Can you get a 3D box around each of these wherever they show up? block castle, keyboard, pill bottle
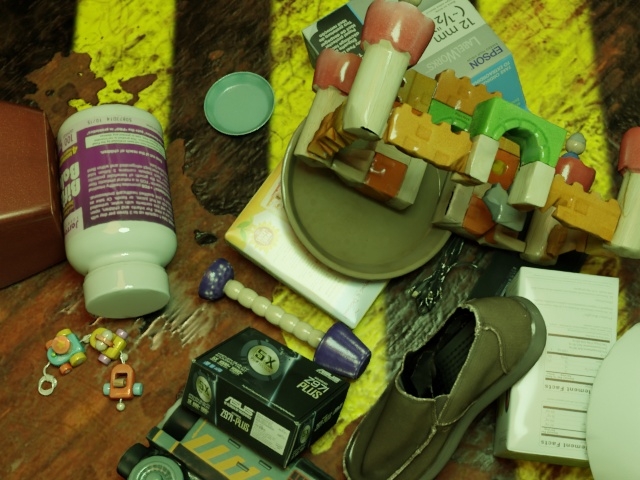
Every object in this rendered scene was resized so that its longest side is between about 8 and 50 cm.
[{"bbox_3d":[0.216,-0.142,1.286,0.453,0.303,0.212,22,79,-13],"label":"block castle"},{"bbox_3d":[0.260,0.058,1.442,0.202,0.033,0.317,31,74,11],"label":"keyboard"},{"bbox_3d":[-0.309,-0.042,1.483,0.169,0.169,0.301,-12,67,3],"label":"pill bottle"}]

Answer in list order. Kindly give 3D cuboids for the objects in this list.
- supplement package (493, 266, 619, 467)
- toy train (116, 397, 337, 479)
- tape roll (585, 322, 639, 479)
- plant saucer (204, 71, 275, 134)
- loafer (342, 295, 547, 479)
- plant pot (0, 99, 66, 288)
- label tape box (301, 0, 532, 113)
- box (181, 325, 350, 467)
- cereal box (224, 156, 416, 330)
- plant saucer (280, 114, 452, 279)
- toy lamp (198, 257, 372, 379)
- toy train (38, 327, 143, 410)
[{"bbox_3d":[0.317,0.175,1.314,0.134,0.139,0.244,7,74,4],"label":"supplement package"},{"bbox_3d":[-0.114,0.352,1.327,0.334,0.142,0.190,30,63,19],"label":"toy train"},{"bbox_3d":[0.472,0.237,1.220,0.286,0.100,0.286,1,88,-30],"label":"tape roll"},{"bbox_3d":[-0.133,-0.224,1.611,0.119,0.021,0.119,-2,68,6],"label":"plant saucer"},{"bbox_3d":[0.131,0.198,1.276,0.366,0.130,0.134,-54,38,21],"label":"loafer"},{"bbox_3d":[-0.520,-0.072,1.488,0.236,0.267,0.267,-8,67,-8],"label":"plant pot"},{"bbox_3d":[0.166,-0.251,1.533,0.249,0.115,0.347,-32,66,-5],"label":"label tape box"},{"bbox_3d":[-0.075,0.212,1.348,0.180,0.147,0.077,27,116,21],"label":"box"},{"bbox_3d":[0.000,0.000,1.461,0.240,0.047,0.173,36,77,3],"label":"cereal box"},{"bbox_3d":[0.074,-0.080,1.419,0.278,0.041,0.277,1,86,-15],"label":"plant saucer"},{"bbox_3d":[-0.052,0.118,1.434,0.275,0.080,0.080,28,75,16],"label":"toy lamp"},{"bbox_3d":[-0.349,0.188,1.463,0.166,0.046,0.125,2,68,8],"label":"toy train"}]
